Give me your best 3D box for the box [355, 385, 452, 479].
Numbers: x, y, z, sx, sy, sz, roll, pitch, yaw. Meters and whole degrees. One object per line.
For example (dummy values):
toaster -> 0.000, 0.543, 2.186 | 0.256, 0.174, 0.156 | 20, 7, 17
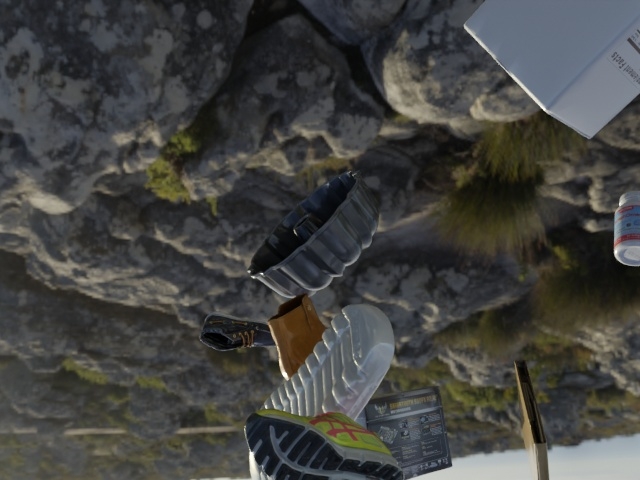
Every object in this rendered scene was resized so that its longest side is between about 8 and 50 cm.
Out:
box -> 0.177, 0.426, 1.516 | 0.231, 0.183, 0.056 | -2, 167, -36

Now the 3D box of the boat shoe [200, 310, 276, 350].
boat shoe -> -0.165, 0.208, 1.480 | 0.183, 0.065, 0.083 | 11, -156, 0

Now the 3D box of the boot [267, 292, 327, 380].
boot -> 0.004, 0.204, 1.392 | 0.104, 0.211, 0.295 | -19, 180, 25

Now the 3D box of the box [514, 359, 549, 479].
box -> 0.351, 0.322, 1.142 | 0.021, 0.164, 0.201 | -10, 129, 10

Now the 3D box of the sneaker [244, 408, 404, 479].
sneaker -> -0.001, 0.242, 0.828 | 0.208, 0.094, 0.081 | 29, 109, -24

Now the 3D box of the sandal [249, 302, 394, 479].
sandal -> 0.010, 0.262, 1.022 | 0.102, 0.169, 0.416 | 12, 132, -26

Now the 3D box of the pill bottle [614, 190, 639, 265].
pill bottle -> 0.702, -0.030, 1.541 | 0.087, 0.160, 0.087 | 12, 146, 8

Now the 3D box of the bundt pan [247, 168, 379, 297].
bundt pan -> 0.000, 0.000, 1.510 | 0.124, 0.331, 0.331 | 47, 140, -14

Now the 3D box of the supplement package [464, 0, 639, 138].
supplement package -> 0.365, -0.303, 0.860 | 0.293, 0.177, 0.175 | -47, 149, 25
